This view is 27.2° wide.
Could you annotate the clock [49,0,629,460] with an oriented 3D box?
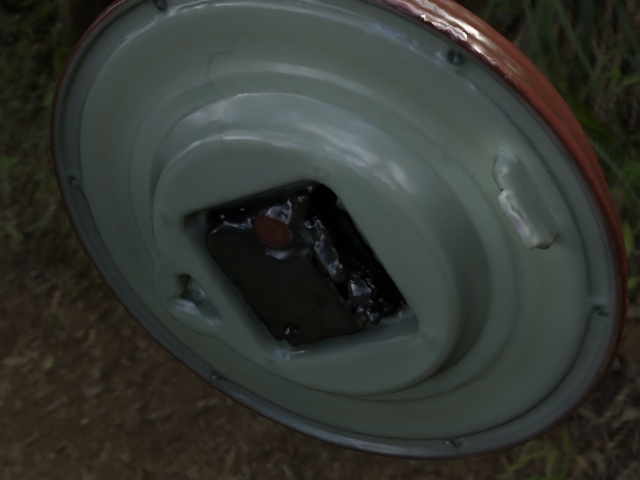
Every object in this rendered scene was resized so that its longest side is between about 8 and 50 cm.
[{"bbox_3d":[0.000,0.000,0.679,0.318,0.318,0.080,-4,37,32],"label":"clock"}]
